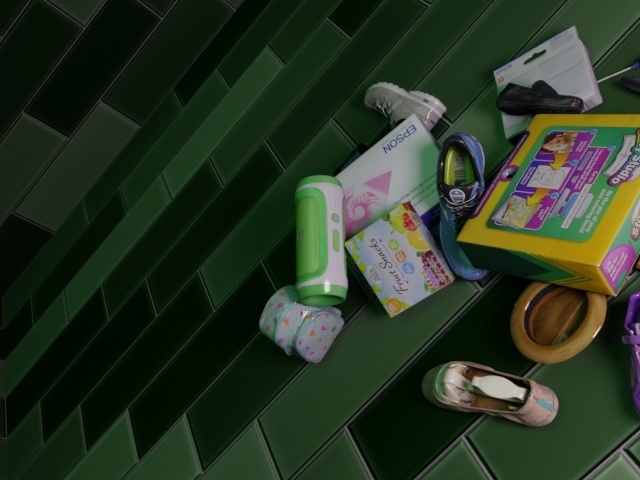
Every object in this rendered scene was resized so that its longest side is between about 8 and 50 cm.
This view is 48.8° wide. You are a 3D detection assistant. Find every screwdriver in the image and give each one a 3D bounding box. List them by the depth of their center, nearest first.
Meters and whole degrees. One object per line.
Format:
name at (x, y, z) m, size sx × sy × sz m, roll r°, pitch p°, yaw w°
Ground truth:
screwdriver at (0.656, -0.365, 1.519) m, size 0.170 × 0.024 × 0.025 m, roll -22°, pitch 22°, yaw 38°

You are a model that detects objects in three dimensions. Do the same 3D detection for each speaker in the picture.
speaker at (0.000, 0.000, 1.676) m, size 0.131 × 0.131 × 0.296 m, roll -18°, pitch 64°, yaw 38°

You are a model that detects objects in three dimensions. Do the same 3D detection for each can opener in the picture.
can opener at (0.687, -0.305, 1.422) m, size 0.186 × 0.059 × 0.073 m, roll -136°, pitch 54°, yaw -60°

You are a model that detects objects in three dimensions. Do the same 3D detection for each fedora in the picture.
fedora at (0.457, 0.150, 1.331) m, size 0.194 × 0.079 × 0.194 m, roll -26°, pitch 48°, yaw 32°

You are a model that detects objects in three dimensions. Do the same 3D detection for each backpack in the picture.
backpack at (-0.048, 0.204, 1.742) m, size 0.166 × 0.188 × 0.144 m, roll -56°, pitch 38°, yaw 0°

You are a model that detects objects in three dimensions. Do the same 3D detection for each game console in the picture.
game console at (0.111, -0.187, 1.937) m, size 0.122 × 0.107 × 0.071 m, roll -46°, pitch 12°, yaw 13°

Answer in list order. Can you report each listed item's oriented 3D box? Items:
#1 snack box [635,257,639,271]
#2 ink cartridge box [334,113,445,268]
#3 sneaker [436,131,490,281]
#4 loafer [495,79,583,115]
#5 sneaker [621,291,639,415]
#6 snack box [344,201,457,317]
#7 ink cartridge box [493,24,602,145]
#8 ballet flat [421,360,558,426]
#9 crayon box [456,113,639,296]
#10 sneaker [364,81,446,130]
snack box at (0.647, -0.015, 1.289) m, size 0.064 × 0.022 × 0.178 m, roll 24°, pitch 83°, yaw 50°
ink cartridge box at (0.185, -0.084, 1.701) m, size 0.324 × 0.071 × 0.330 m, roll -38°, pitch 59°, yaw 18°
sneaker at (0.301, -0.073, 1.523) m, size 0.130 × 0.147 × 0.330 m, roll -10°, pitch 87°, yaw 22°
loafer at (0.481, -0.315, 1.549) m, size 0.223 × 0.076 × 0.078 m, roll 22°, pitch 92°, yaw 55°
sneaker at (0.553, 0.185, 1.188) m, size 0.095 × 0.104 × 0.236 m, roll -11°, pitch 58°, yaw 41°
snack box at (0.182, 0.044, 1.615) m, size 0.174 × 0.070 × 0.207 m, roll -34°, pitch 83°, yaw 25°
ink cartridge box at (0.519, -0.357, 1.634) m, size 0.223 × 0.045 × 0.224 m, roll -26°, pitch 50°, yaw 36°
ballet flat at (0.306, 0.284, 1.380) m, size 0.316 × 0.106 × 0.107 m, roll -2°, pitch 64°, yaw 46°
crayon box at (0.492, -0.087, 1.378) m, size 0.313 × 0.106 × 0.363 m, roll 13°, pitch 61°, yaw 49°
sneaker at (0.205, -0.353, 1.919) m, size 0.281 × 0.105 × 0.115 m, roll 25°, pitch 84°, yaw 51°
